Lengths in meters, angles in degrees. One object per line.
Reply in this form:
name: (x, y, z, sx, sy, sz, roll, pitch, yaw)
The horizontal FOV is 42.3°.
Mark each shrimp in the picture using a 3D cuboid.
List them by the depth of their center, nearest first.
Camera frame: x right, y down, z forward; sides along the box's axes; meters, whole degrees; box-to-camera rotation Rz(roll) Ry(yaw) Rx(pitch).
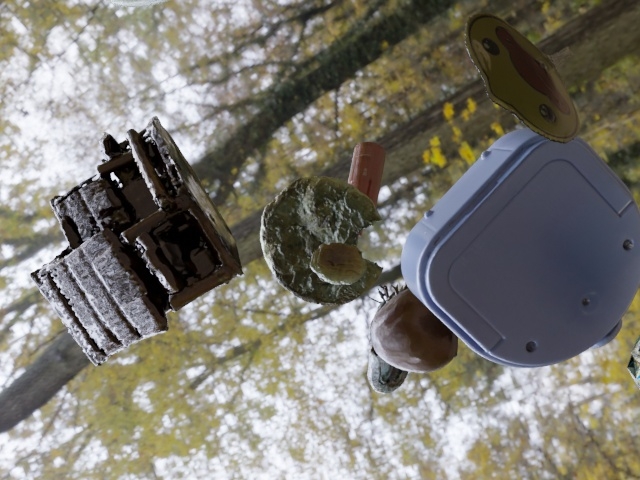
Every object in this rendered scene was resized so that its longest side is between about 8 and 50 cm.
shrimp: (0.197, 0.209, 2.004, 0.137, 0.172, 0.372, -6, -69, -29)

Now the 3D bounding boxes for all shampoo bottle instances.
shampoo bottle: (0.102, -0.120, 1.978, 0.085, 0.085, 0.244, 39, -129, -38)

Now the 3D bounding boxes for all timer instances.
timer: (0.358, 0.034, 1.390, 0.395, 0.395, 0.173, 55, 177, -15)

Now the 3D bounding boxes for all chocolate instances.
chocolate: (0.177, 0.170, 1.577, 0.177, 0.177, 0.176, 40, -145, -36)

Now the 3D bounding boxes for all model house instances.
model house: (-0.297, -0.002, 1.205, 0.317, 0.283, 0.297, 57, 179, 2)

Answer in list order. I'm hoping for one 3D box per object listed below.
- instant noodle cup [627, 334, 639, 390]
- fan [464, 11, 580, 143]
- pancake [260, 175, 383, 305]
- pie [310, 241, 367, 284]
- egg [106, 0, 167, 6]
instant noodle cup: (0.702, 0.221, 1.526, 0.240, 0.178, 0.240, 5, -111, -14)
fan: (0.313, -0.250, 1.213, 0.229, 0.011, 0.335, 51, -140, 4)
pancake: (0.000, 0.000, 1.545, 0.253, 0.254, 0.037, 64, -160, 2)
pie: (0.025, 0.031, 1.138, 0.084, 0.084, 0.020, -75, -8, -52)
egg: (-0.331, -0.586, 1.648, 0.218, 0.295, 0.218, 46, 175, 5)
